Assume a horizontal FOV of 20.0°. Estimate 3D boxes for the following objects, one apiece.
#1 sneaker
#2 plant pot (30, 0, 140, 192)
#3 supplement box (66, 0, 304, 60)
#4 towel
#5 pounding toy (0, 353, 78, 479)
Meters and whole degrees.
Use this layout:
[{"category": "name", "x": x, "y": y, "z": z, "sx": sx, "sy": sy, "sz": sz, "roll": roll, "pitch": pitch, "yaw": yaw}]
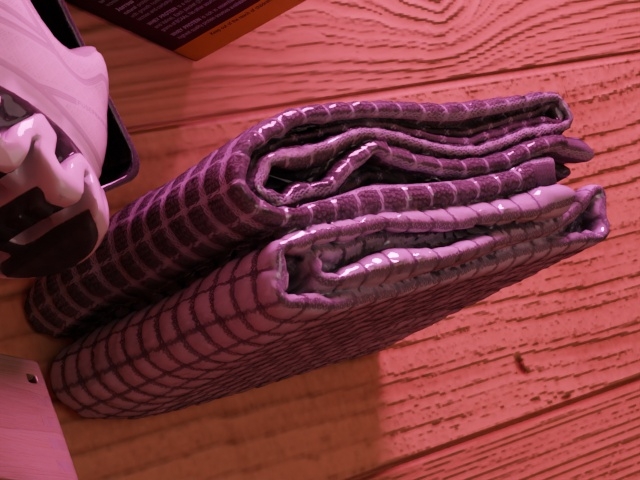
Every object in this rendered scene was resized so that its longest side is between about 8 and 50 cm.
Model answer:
[{"category": "sneaker", "x": -0.204, "y": -0.101, "z": 0.778, "sx": 0.292, "sy": 0.110, "sz": 0.118, "roll": 40, "pitch": 46, "yaw": -34}, {"category": "plant pot", "x": -0.239, "y": -0.066, "z": 0.910, "sx": 0.188, "sy": 0.167, "sz": 0.187, "roll": -29, "pitch": 96, "yaw": -41}, {"category": "supplement box", "x": -0.090, "y": -0.227, "z": 1.074, "sx": 0.194, "sy": 0.191, "sz": 0.129, "roll": 22, "pitch": 62, "yaw": -33}, {"category": "towel", "x": 0.000, "y": 0.000, "z": 1.051, "sx": 0.284, "sy": 0.235, "sz": 0.121, "roll": -13, "pitch": 79, "yaw": -43}, {"category": "pounding toy", "x": -0.257, "y": 0.122, "z": 0.861, "sx": 0.206, "sy": 0.181, "sz": 0.094, "roll": 17, "pitch": 37, "yaw": -45}]
